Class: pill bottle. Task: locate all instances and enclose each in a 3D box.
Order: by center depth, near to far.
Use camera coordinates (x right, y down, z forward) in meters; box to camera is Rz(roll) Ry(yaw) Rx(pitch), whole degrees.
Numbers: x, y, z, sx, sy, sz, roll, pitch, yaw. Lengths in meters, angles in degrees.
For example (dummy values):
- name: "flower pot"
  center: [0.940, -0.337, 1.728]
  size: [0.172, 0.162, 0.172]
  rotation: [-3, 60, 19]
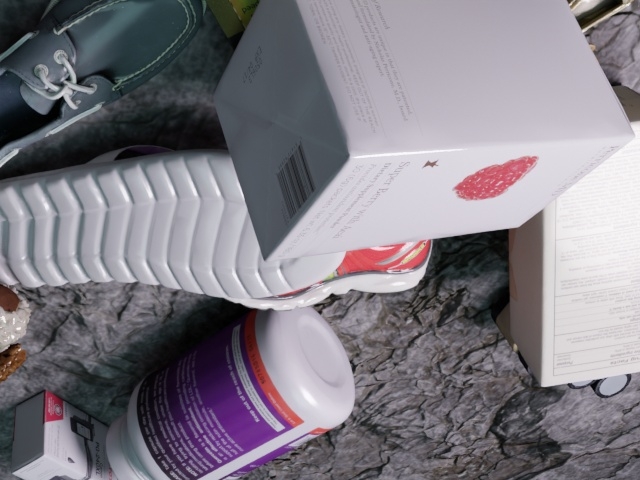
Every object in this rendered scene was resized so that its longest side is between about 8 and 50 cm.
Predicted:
- name: "pill bottle"
  center: [-0.126, 0.220, 1.089]
  size: [0.322, 0.182, 0.181]
  rotation: [-32, 134, 20]

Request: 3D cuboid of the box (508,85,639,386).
- name: "box"
  center: [0.296, -0.002, 0.927]
  size: [0.147, 0.121, 0.311]
  rotation: [-8, 116, -4]

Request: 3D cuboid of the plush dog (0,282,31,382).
- name: "plush dog"
  center: [-0.457, 0.123, 0.895]
  size: [0.262, 0.211, 0.225]
  rotation: [19, 163, -1]

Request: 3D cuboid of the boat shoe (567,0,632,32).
- name: "boat shoe"
  center: [0.275, -0.237, 0.800]
  size: [0.153, 0.048, 0.056]
  rotation: [-26, 135, 14]

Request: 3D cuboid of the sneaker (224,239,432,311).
- name: "sneaker"
  center: [0.000, 0.000, 0.963]
  size: [0.278, 0.107, 0.118]
  rotation: [-9, 129, -18]

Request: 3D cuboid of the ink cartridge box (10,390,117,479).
- name: "ink cartridge box"
  center: [-0.360, 0.298, 1.168]
  size: [0.063, 0.109, 0.150]
  rotation: [-30, 135, 13]

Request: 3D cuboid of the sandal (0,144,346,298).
- name: "sandal"
  center: [-0.177, -0.034, 0.879]
  size: [0.416, 0.102, 0.169]
  rotation: [2, 122, 3]

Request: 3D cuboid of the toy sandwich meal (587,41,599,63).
- name: "toy sandwich meal"
  center: [0.245, -0.176, 0.845]
  size: [0.085, 0.029, 0.085]
  rotation: [-19, 175, -2]

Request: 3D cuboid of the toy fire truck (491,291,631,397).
- name: "toy fire truck"
  center: [0.395, 0.089, 1.117]
  size: [0.217, 0.158, 0.246]
  rotation: [20, 116, -30]

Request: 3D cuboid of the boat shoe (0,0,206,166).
- name: "boat shoe"
  center: [-0.239, -0.138, 0.744]
  size: [0.319, 0.099, 0.116]
  rotation: [-25, 136, 13]

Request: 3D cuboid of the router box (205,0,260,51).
- name: "router box"
  center: [0.020, -0.305, 0.643]
  size: [0.308, 0.081, 0.243]
  rotation: [-22, 137, 10]

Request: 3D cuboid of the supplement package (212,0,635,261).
- name: "supplement package"
  center: [0.086, -0.109, 0.718]
  size: [0.292, 0.175, 0.177]
  rotation: [-8, 157, -29]
